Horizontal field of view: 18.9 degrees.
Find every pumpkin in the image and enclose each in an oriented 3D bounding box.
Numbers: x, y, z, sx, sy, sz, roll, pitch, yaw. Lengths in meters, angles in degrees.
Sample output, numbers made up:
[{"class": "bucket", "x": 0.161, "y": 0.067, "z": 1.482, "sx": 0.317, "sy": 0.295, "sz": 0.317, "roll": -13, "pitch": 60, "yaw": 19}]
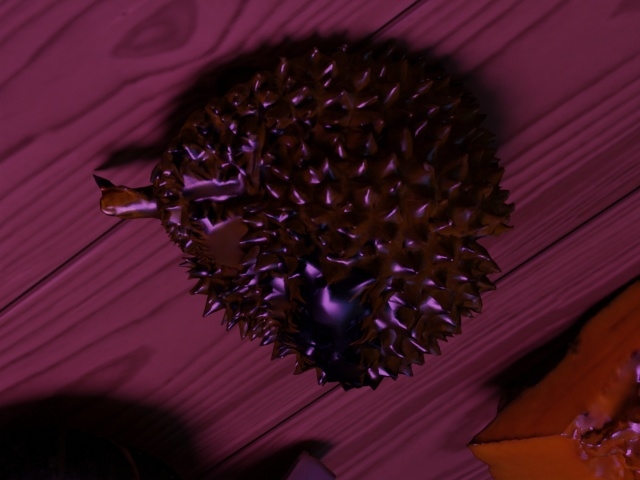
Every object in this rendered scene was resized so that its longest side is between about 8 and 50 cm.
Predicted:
[{"class": "pumpkin", "x": 0.222, "y": 0.106, "z": 1.307, "sx": 0.248, "sy": 0.126, "sz": 0.131, "roll": -17, "pitch": 141, "yaw": 29}, {"class": "pumpkin", "x": -0.170, "y": 0.203, "z": 1.247, "sx": 0.190, "sy": 0.146, "sz": 0.190, "roll": 7, "pitch": 138, "yaw": 6}]

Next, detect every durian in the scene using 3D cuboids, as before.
[{"class": "durian", "x": 0.000, "y": 0.000, "z": 1.064, "sx": 0.237, "sy": 0.138, "sz": 0.193, "roll": -5, "pitch": 141, "yaw": -14}]

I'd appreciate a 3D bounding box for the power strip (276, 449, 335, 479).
[{"class": "power strip", "x": -0.053, "y": 0.223, "z": 1.307, "sx": 0.035, "sy": 0.192, "sz": 0.081, "roll": 39, "pitch": 136, "yaw": -3}]
